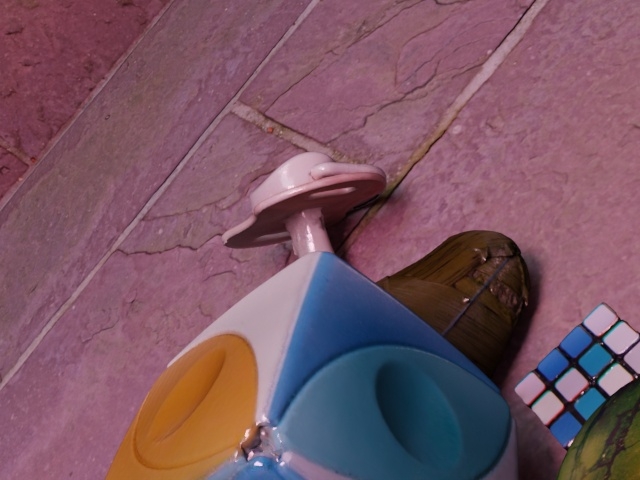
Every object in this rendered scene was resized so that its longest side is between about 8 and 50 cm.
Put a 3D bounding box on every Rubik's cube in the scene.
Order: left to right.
[{"bbox_3d":[-0.014,0.272,1.097,0.352,0.351,0.347,-43,17,31],"label":"Rubik's cube"},{"bbox_3d":[0.344,0.192,1.127,0.151,0.154,0.155,-44,36,7],"label":"Rubik's cube"}]

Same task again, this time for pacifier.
[{"bbox_3d":[-0.023,-0.025,1.647,0.332,0.220,0.273,-35,33,57],"label":"pacifier"}]

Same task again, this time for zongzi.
[{"bbox_3d":[0.095,0.073,1.323,0.160,0.360,0.323,-15,43,60],"label":"zongzi"}]

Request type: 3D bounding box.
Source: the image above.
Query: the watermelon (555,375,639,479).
[{"bbox_3d":[0.368,0.279,0.880,0.363,0.363,0.363,-27,41,27],"label":"watermelon"}]
